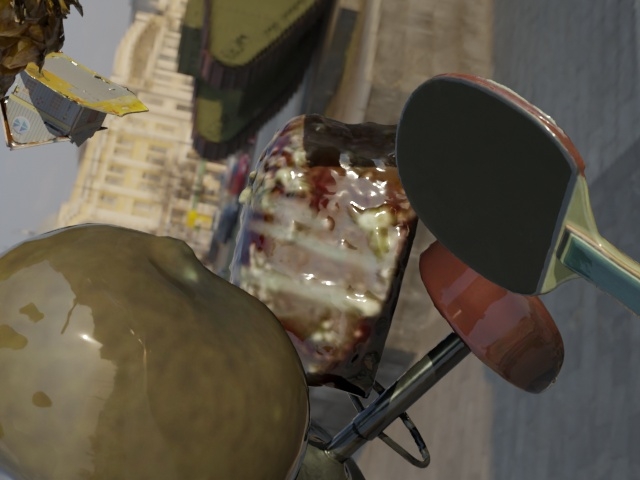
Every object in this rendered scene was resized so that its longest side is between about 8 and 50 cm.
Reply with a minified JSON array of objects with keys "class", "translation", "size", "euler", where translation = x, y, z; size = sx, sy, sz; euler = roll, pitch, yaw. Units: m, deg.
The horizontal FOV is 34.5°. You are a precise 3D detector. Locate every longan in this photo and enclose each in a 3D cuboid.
[{"class":"longan","translation":[-0.170,0.145,0.919],"size":[0.288,0.350,0.288],"euler":[-41,19,17]}]

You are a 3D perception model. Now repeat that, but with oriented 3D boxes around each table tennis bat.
[{"class":"table tennis bat","translation":[0.166,-0.018,0.790],"size":[0.301,0.022,0.173],"euler":[39,140,31]}]

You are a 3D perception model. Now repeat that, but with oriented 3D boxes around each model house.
[{"class":"model house","translation":[-0.386,-0.181,1.507],"size":[0.136,0.207,0.219],"euler":[-60,0,16]}]

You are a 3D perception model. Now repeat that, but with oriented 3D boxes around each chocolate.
[{"class":"chocolate","translation":[0.000,0.000,1.225],"size":[0.225,0.210,0.340],"euler":[111,174,-85]}]

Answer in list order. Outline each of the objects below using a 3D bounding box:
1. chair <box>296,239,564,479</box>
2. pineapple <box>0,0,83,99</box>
[{"class":"chair","translation":[0.118,0.166,1.227],"size":[0.401,0.226,0.226],"euler":[-45,20,21]},{"class":"pineapple","translation":[-0.424,-0.295,1.068],"size":[0.352,0.300,0.352],"euler":[-14,-90,-89]}]
